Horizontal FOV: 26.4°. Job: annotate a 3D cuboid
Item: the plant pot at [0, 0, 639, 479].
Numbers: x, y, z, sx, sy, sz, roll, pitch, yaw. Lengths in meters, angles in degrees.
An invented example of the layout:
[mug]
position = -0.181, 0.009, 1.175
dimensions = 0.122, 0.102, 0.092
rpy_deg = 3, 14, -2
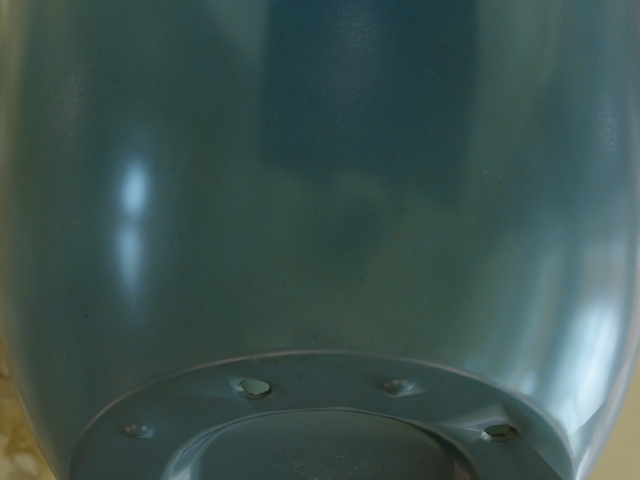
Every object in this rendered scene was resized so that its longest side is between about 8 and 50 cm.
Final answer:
[plant pot]
position = 0.000, 0.000, 0.553
dimensions = 0.293, 0.235, 0.293
rpy_deg = 0, -39, 0
